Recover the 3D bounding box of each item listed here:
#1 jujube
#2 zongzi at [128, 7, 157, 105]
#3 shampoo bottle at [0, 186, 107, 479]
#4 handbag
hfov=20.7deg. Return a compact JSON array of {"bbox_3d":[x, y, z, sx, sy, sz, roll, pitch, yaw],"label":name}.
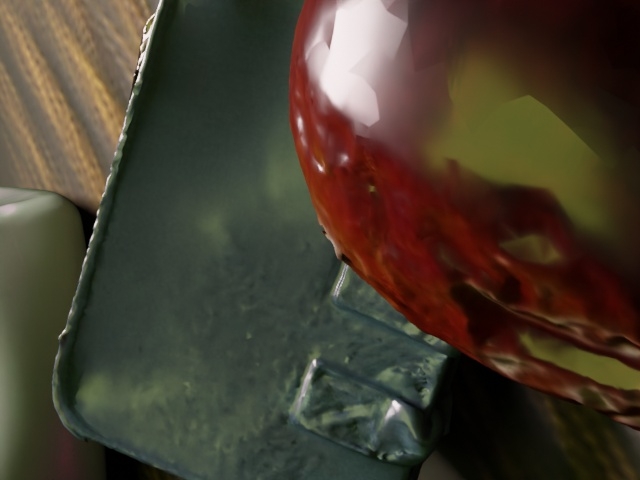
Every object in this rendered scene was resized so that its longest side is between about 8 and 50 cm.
[{"bbox_3d":[0.111,-0.027,0.547,0.255,0.190,0.190,43,133,20],"label":"jujube"},{"bbox_3d":[-0.014,-0.009,0.796,0.197,0.099,0.195,37,130,37],"label":"zongzi"},{"bbox_3d":[-0.214,0.147,1.075,0.221,0.151,0.350,5,101,49],"label":"shampoo bottle"},{"bbox_3d":[0.000,0.000,0.723,0.179,0.062,0.229,21,109,12],"label":"handbag"}]
